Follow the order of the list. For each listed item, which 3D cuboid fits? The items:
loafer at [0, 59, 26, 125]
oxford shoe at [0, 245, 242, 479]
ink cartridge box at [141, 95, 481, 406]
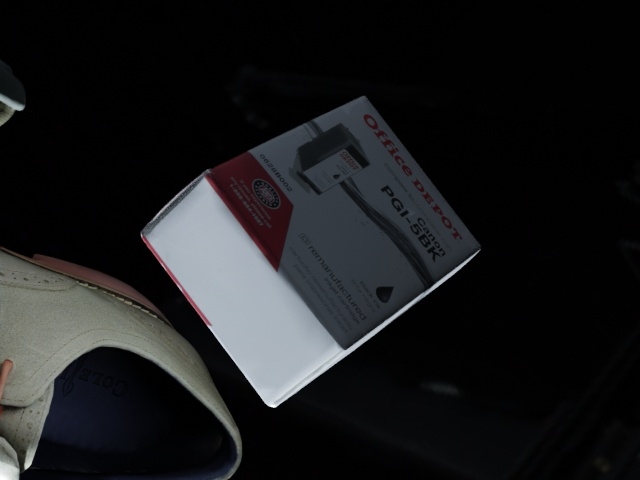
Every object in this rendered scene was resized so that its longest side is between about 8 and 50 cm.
[{"bbox_3d":[-0.235,-0.061,0.541,0.094,0.251,0.087,-149,-110,-67],"label":"loafer"},{"bbox_3d":[-0.206,0.053,0.774,0.146,0.397,0.140,29,-78,49],"label":"oxford shoe"},{"bbox_3d":[0.000,0.000,0.685,0.056,0.099,0.135,-41,175,37],"label":"ink cartridge box"}]
